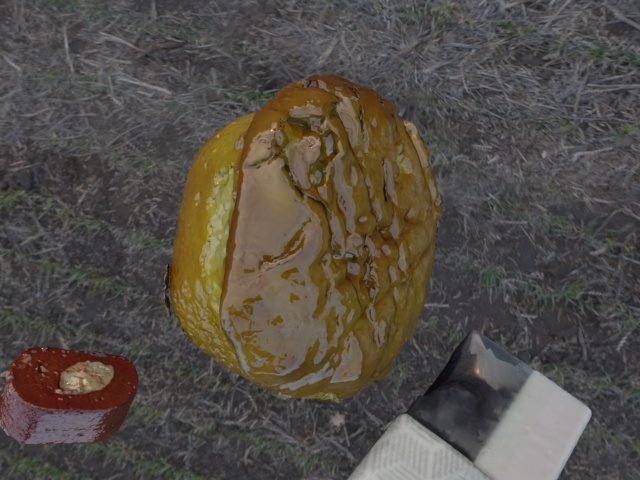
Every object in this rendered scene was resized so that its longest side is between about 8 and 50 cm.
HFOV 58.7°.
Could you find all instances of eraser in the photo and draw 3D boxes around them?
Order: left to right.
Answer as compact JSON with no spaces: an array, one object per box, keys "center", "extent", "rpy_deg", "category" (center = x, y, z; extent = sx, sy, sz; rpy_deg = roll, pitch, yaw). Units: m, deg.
[{"center":[0.000,0.215,0.284],"extent":[0.096,0.404,0.098],"rpy_deg":[35,144,20],"category":"eraser"}]

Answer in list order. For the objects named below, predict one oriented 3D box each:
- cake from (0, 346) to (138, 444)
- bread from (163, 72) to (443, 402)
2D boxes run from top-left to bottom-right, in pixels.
[{"center":[-0.543,0.339,1.227],"extent":[0.283,0.176,0.150],"rpy_deg":[17,123,-29],"category":"cake"},{"center":[0.000,0.000,0.717],"extent":[0.215,0.398,0.397],"rpy_deg":[0,111,41],"category":"bread"}]
